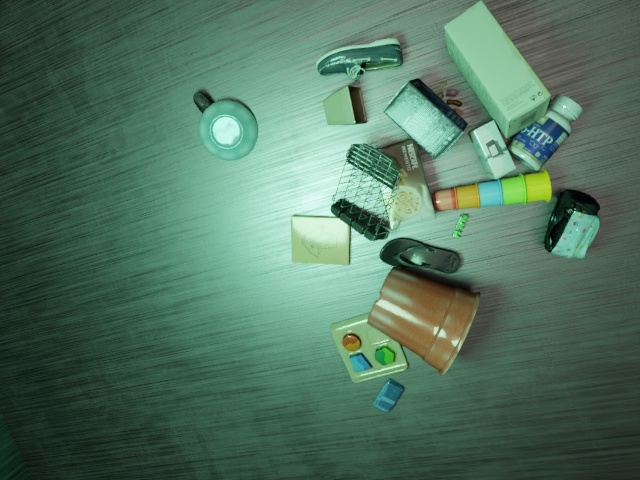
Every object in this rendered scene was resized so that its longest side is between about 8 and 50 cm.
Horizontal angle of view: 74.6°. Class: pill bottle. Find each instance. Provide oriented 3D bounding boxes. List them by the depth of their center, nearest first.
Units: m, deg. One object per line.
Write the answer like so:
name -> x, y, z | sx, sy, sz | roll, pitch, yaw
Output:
pill bottle -> 0.620, -0.299, 1.162 | 0.112, 0.112, 0.186 | 37, 107, 3

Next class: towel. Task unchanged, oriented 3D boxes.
towel -> 0.239, 0.549, 1.481 | 0.067, 0.029, 0.119 | 28, 107, 4

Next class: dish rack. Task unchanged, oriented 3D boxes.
dish rack -> 0.138, -0.145, 1.247 | 0.208, 0.074, 0.271 | 37, 130, 27

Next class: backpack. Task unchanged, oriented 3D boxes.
backpack -> 0.709, -0.038, 1.188 | 0.115, 0.152, 0.182 | 17, 118, 18

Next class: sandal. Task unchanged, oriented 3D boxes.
sandal -> 0.315, 0.049, 1.338 | 0.255, 0.054, 0.097 | 7, 104, 11

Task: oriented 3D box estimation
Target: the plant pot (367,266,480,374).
plant pot -> 0.302, 0.222, 1.286 | 0.265, 0.272, 0.272 | 26, 107, 14

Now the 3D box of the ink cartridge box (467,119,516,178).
ink cartridge box -> 0.488, -0.258, 1.202 | 0.063, 0.109, 0.150 | -26, 96, 14

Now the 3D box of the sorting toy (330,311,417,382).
sorting toy -> 0.208, 0.354, 1.437 | 0.307, 0.041, 0.229 | -20, 97, 16

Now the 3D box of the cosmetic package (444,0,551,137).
cosmetic package -> 0.455, -0.439, 1.098 | 0.113, 0.160, 0.309 | -31, 77, 18

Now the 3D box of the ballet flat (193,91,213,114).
ballet flat -> -0.359, -0.416, 1.396 | 0.057, 0.049, 0.173 | -31, 101, 4

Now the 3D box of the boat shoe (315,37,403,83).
boat shoe -> 0.114, -0.521, 1.238 | 0.255, 0.095, 0.079 | -10, 89, 5

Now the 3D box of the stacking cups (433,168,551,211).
stacking cups -> 0.496, -0.132, 1.236 | 0.316, 0.096, 0.096 | -10, 100, 15

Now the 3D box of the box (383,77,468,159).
box -> 0.300, -0.348, 1.191 | 0.207, 0.153, 0.108 | 43, 122, 0

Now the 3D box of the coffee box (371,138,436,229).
coffee box -> 0.252, -0.173, 1.279 | 0.141, 0.098, 0.246 | -13, 99, 15

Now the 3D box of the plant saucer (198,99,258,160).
plant saucer -> -0.303, -0.355, 1.369 | 0.195, 0.037, 0.195 | -1, 108, -2

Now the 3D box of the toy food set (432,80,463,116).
toy food set -> 0.380, -0.404, 1.240 | 0.078, 0.019, 0.122 | -34, 93, 17

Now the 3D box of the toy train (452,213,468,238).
toy train -> 0.435, -0.045, 1.311 | 0.024, 0.017, 0.083 | 23, 107, 18

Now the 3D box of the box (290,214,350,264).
box -> 0.000, 0.000, 1.415 | 0.201, 0.021, 0.164 | 3, 103, 11

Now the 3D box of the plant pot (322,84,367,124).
plant pot -> 0.069, -0.397, 1.271 | 0.096, 0.109, 0.109 | -8, 101, 26
